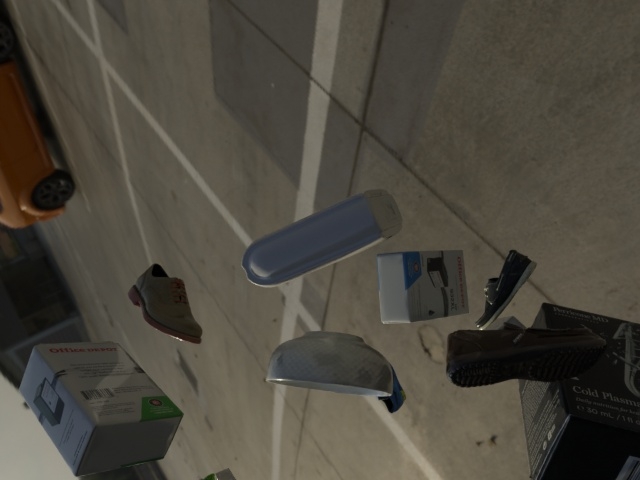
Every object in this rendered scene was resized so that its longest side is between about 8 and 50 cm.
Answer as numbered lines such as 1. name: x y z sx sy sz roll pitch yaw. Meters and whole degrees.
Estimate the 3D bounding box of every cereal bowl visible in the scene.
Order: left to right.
1. cereal bowl: 0.027 0.323 1.538 0.339 0.339 0.141 143 136 -65

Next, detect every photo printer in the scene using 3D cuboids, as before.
1. photo printer: 0.000 0.000 1.188 0.107 0.307 0.256 67 -163 1

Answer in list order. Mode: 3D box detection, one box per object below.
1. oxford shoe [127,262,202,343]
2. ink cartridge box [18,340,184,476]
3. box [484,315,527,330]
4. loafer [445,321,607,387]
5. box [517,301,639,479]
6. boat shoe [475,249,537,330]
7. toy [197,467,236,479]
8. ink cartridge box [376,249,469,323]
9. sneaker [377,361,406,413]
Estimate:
1. oxford shoe: -0.417 0.166 1.596 0.348 0.130 0.123 30 180 41
2. ink cartridge box: -0.466 0.339 1.226 0.289 0.211 0.121 31 102 37
3. box: 0.484 0.324 1.726 0.058 0.232 0.322 46 180 14
4. loafer: 0.443 0.226 1.271 0.130 0.366 0.134 -101 13 -45
5. box: 0.818 0.458 1.563 0.480 0.472 0.297 12 119 6
6. boat shoe: 0.463 0.131 1.500 0.079 0.084 0.233 36 114 20
7. toy: -0.231 0.708 1.488 0.237 0.137 0.056 46 118 31
8. ink cartridge box: 0.339 0.146 1.903 0.129 0.307 0.223 -10 83 49
9. sneaker: 0.209 0.472 1.917 0.069 0.082 0.209 -19 101 46
